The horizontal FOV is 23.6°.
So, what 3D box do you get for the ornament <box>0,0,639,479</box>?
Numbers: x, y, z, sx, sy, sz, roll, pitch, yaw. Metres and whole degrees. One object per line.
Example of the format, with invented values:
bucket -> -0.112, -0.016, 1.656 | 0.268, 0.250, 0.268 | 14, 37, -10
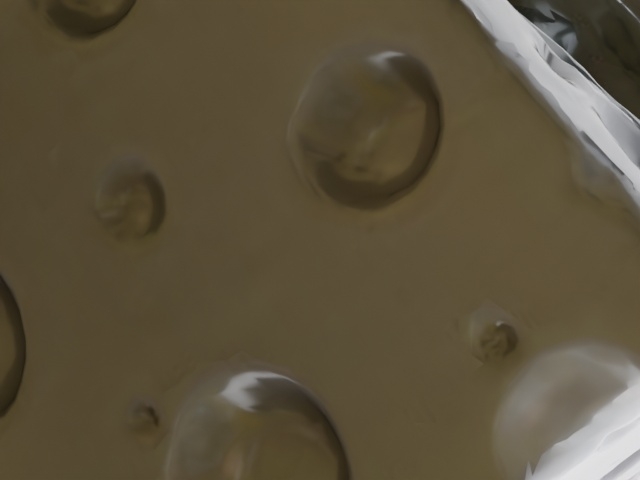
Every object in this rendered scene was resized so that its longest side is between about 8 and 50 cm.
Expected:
ornament -> 0.000, 0.000, 0.496 | 0.240, 0.240, 0.239 | -46, -109, 22
